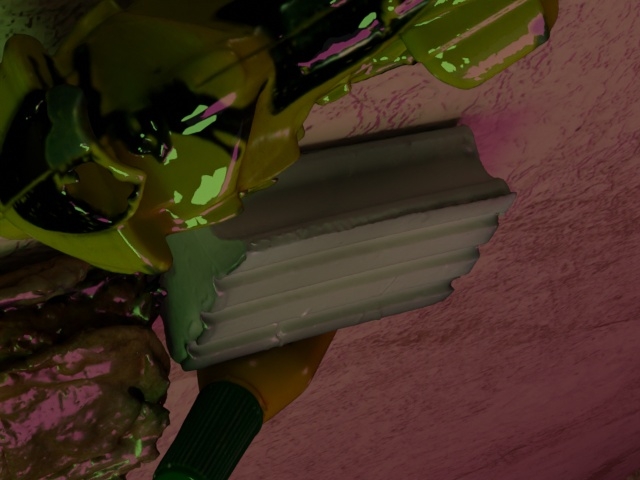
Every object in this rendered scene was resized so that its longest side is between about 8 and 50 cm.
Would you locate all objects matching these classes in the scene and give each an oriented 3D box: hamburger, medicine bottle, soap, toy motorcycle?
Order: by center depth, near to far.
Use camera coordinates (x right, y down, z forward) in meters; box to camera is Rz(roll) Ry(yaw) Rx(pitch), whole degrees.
[{"bbox_3d":[-0.040,-0.091,0.625,0.342,0.142,0.206,-31,-165,6],"label":"toy motorcycle"},{"bbox_3d":[-0.204,0.093,0.875,0.183,0.130,0.206,-19,138,-26],"label":"hamburger"},{"bbox_3d":[0.000,0.000,0.924,0.261,0.094,0.150,-12,147,-31],"label":"soap"},{"bbox_3d":[-0.060,0.113,0.942,0.260,0.095,0.064,-58,154,-59],"label":"medicine bottle"}]
